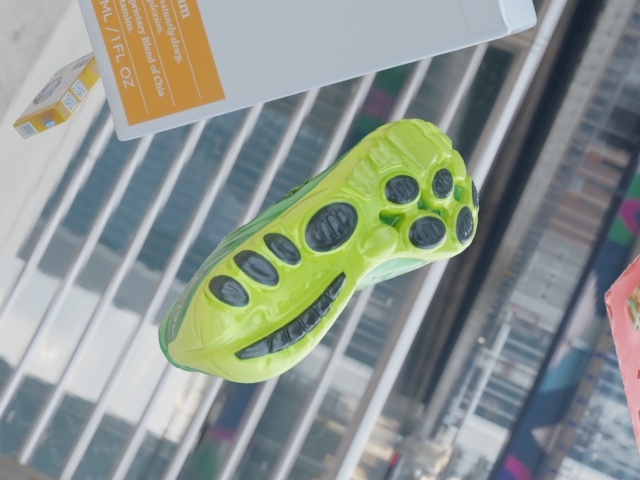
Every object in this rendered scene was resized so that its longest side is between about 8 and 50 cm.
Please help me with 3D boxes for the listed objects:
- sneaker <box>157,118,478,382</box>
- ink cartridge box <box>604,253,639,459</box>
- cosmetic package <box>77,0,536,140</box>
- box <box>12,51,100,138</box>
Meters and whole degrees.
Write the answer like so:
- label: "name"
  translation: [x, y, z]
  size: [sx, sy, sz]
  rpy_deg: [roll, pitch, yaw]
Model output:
- label: "sneaker"
  translation: [0.000, 0.000, 0.860]
  size: [0.295, 0.109, 0.123]
  rpy_deg: [-31, -169, -39]
- label: "ink cartridge box"
  translation: [0.257, 0.044, 0.717]
  size: [0.232, 0.066, 0.189]
  rpy_deg: [-44, 126, -40]
- label: "cosmetic package"
  translation: [-0.025, -0.274, 1.321]
  size: [0.161, 0.453, 0.230]
  rpy_deg: [-35, 110, -67]
- label: "box"
  translation: [-0.321, -0.186, 1.547]
  size: [0.081, 0.028, 0.136]
  rpy_deg: [-16, -149, 36]
